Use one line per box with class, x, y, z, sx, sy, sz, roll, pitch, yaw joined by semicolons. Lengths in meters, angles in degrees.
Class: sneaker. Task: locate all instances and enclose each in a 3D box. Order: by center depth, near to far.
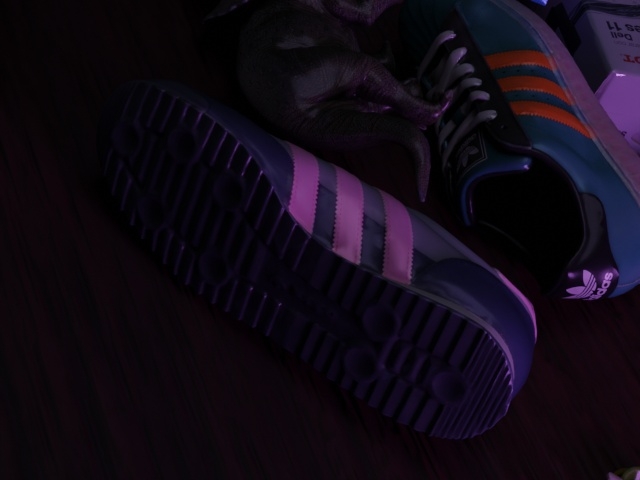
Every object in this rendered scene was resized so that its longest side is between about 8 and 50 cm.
sneaker;0.000;0.000;0.804;0.319;0.112;0.131;39;29;9
sneaker;0.135;-0.083;0.920;0.121;0.108;0.302;-14;58;-38

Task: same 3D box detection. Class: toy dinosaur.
toy dinosaur;-0.002;-0.125;0.917;0.160;0.121;0.313;-8;57;-14

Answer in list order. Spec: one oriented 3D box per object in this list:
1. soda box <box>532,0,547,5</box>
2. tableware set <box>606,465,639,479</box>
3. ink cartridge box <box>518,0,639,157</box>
soda box;0.156;-0.254;1.051;0.071;0.067;0.210;21;17;-7
tableware set;0.198;0.192;0.755;0.154;0.024;0.104;-23;62;-38
ink cartridge box;0.272;-0.173;1.077;0.153;0.087;0.208;6;49;-18
